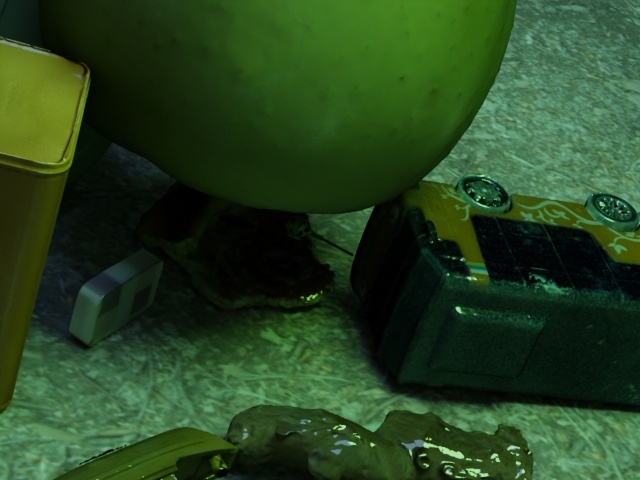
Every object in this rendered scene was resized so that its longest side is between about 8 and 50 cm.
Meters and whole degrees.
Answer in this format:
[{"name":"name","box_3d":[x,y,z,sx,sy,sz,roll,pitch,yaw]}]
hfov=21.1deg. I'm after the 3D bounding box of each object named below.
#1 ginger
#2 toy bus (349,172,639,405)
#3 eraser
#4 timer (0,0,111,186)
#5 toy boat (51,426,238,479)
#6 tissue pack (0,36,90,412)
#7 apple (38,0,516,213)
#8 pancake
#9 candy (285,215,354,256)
[{"name":"ginger","box_3d":[0.056,0.186,1.538,0.290,0.084,0.122,8,41,-16]},{"name":"toy bus","box_3d":[0.211,0.053,1.745,0.324,0.161,0.194,7,37,-20]},{"name":"eraser","box_3d":[-0.193,0.053,1.626,0.026,0.065,0.105,33,34,17]},{"name":"timer","box_3d":[-0.388,-0.214,1.782,0.315,0.290,0.291,12,27,28]},{"name":"toy boat","box_3d":[-0.152,0.216,1.413,0.088,0.068,0.226,43,37,25]},{"name":"tissue pack","box_3d":[-0.301,-0.017,1.484,0.145,0.274,0.194,13,34,-11]},{"name":"apple","box_3d":[-0.028,-0.252,1.612,0.474,0.473,0.473,13,33,-9]},{"name":"pancake","box_3d":[-0.094,-0.020,1.789,0.212,0.056,0.257,9,34,-20]},{"name":"candy","box_3d":[0.000,0.000,1.780,0.083,0.023,0.025,30,28,-23]}]
